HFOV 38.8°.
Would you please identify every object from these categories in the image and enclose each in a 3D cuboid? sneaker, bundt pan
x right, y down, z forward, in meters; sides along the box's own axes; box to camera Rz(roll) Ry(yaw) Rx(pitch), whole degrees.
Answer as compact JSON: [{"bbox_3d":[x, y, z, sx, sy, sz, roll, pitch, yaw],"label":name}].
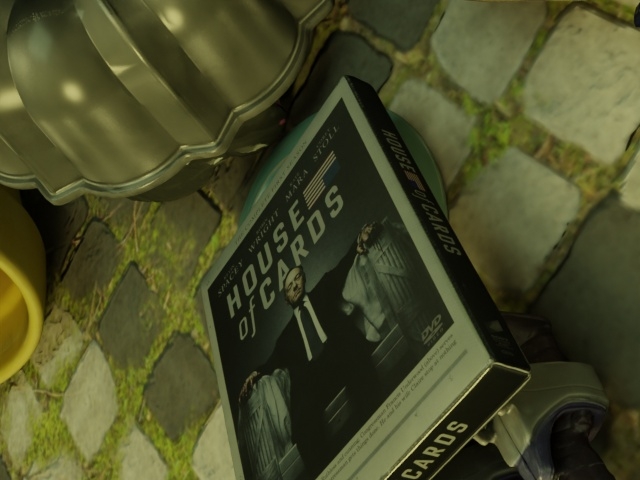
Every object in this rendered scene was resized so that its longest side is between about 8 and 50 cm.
[{"bbox_3d":[-0.100,-0.088,0.681,0.178,0.072,0.077,-20,61,27],"label":"sneaker"},{"bbox_3d":[-0.160,-0.197,0.628,0.331,0.124,0.330,-9,64,19],"label":"bundt pan"}]

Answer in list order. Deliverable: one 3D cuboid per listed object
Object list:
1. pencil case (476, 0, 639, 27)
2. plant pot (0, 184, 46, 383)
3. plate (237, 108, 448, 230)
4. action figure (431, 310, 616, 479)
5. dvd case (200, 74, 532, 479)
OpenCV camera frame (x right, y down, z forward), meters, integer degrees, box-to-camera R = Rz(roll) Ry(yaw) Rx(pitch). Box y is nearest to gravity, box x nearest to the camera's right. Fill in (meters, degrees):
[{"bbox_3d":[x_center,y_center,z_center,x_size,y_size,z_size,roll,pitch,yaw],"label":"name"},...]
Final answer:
[{"bbox_3d":[0.137,-0.317,0.428,0.184,0.160,0.410,13,90,54],"label":"pencil case"},{"bbox_3d":[-0.372,-0.018,0.814,0.254,0.254,0.239,-42,39,30],"label":"plant pot"},{"bbox_3d":[0.000,0.000,0.586,0.188,0.024,0.188,-13,71,42],"label":"plate"},{"bbox_3d":[0.123,0.156,0.371,0.285,0.099,0.185,51,132,47],"label":"action figure"},{"bbox_3d":[0.003,0.041,0.487,0.179,0.030,0.238,-53,34,25],"label":"dvd case"}]
